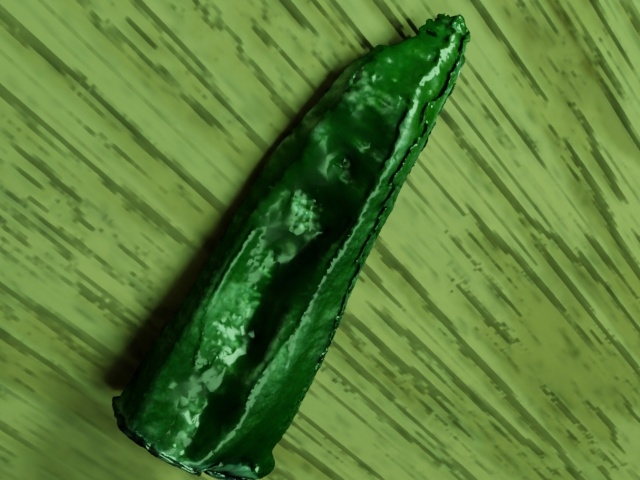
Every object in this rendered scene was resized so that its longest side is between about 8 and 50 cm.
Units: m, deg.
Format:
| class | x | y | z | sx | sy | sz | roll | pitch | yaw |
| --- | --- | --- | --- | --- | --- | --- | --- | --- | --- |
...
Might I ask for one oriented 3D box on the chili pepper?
| class | x | y | z | sx | sy | sz | roll | pitch | yaw |
| --- | --- | --- | --- | --- | --- | --- | --- | --- | --- |
| chili pepper | 0.000 | 0.000 | 0.696 | 0.088 | 0.059 | 0.227 | 22 | 105 | -50 |
